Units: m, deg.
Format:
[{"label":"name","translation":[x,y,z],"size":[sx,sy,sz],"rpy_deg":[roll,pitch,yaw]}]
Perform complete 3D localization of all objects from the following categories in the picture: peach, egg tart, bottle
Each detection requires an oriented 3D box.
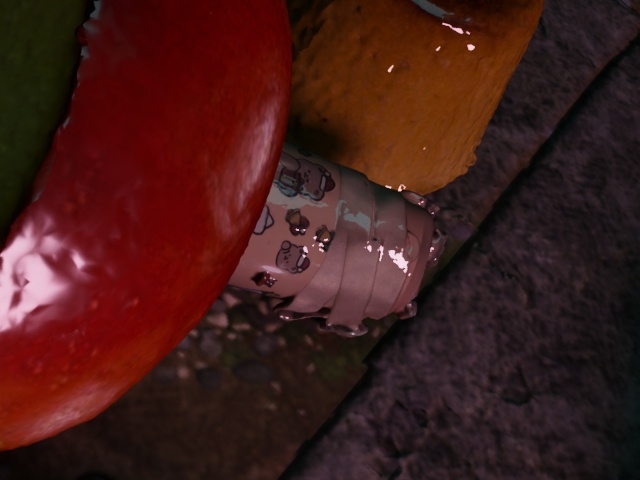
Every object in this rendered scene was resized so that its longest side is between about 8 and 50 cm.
[{"label":"peach","translation":[-0.166,-0.049,0.733],"size":[0.281,0.281,0.338],"rpy_deg":[41,45,4]},{"label":"egg tart","translation":[0.046,-0.145,1.014],"size":[0.203,0.147,0.202],"rpy_deg":[15,51,-19]},{"label":"bottle","translation":[0.000,-0.001,0.908],"size":[0.152,0.099,0.099],"rpy_deg":[20,48,-15]}]
